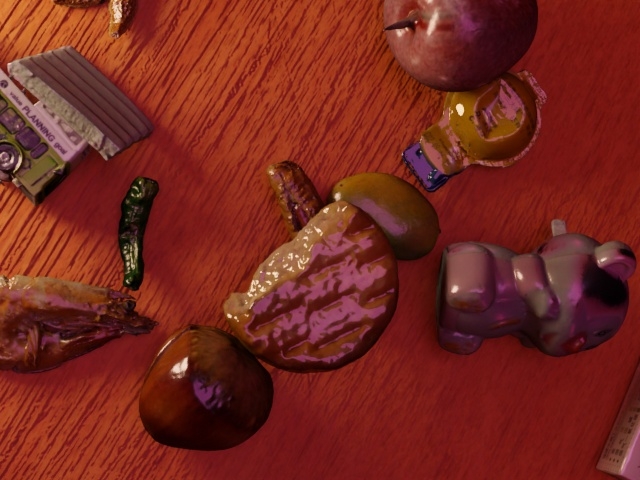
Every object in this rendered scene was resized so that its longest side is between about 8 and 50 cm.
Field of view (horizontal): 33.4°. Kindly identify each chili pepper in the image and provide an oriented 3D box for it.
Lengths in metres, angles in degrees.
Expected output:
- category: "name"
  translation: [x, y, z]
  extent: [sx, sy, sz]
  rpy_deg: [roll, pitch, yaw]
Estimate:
- category: "chili pepper"
  translation: [-0.288, -0.009, 1.653]
  extent: [0.050, 0.073, 0.182]
  rpy_deg: [10, 77, -34]

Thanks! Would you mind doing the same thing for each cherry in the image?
- category: "cherry"
  translation: [0.212, -0.350, 1.713]
  extent: [0.285, 0.213, 0.236]
  rpy_deg: [-16, 72, -29]

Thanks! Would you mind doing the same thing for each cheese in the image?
- category: "cheese"
  translation: [0.262, -0.190, 1.788]
  extent: [0.270, 0.069, 0.177]
  rpy_deg: [-37, 93, -9]

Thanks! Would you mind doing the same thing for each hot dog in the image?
- category: "hot dog"
  translation: [0.000, 0.000, 1.709]
  extent: [0.068, 0.083, 0.289]
  rpy_deg: [-27, 93, 20]

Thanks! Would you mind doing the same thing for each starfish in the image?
- category: "starfish"
  translation: [-0.316, -0.436, 1.698]
  extent: [0.240, 0.043, 0.227]
  rpy_deg: [-15, 90, -16]

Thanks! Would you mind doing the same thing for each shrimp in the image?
- category: "shrimp"
  translation: [-0.395, 0.130, 1.630]
  extent: [0.294, 0.062, 0.154]
  rpy_deg: [2, 97, -9]

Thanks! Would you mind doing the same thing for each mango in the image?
- category: "mango"
  translation: [0.110, -0.047, 1.735]
  extent: [0.191, 0.085, 0.122]
  rpy_deg: [38, 82, -8]

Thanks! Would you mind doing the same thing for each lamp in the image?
- category: "lamp"
  translation: [0.343, 0.072, 1.733]
  extent: [0.301, 0.247, 0.247]
  rpy_deg: [3, 45, -1]

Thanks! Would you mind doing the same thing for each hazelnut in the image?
- category: "hazelnut"
  translation: [-0.183, 0.237, 1.610]
  extent: [0.208, 0.208, 0.208]
  rpy_deg: [1, 85, -12]

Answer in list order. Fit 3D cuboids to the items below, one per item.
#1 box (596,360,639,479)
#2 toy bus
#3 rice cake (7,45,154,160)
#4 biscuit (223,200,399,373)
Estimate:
- category: "box"
  translation: [0.637, 0.286, 1.819]
  extent: [0.210, 0.095, 0.330]
  rpy_deg: [27, 82, -9]
- category: "toy bus"
  translation: [-0.489, -0.203, 1.609]
  extent: [0.139, 0.113, 0.302]
  rpy_deg: [-43, 94, -16]
- category: "rice cake"
  translation: [-0.354, -0.213, 1.613]
  extent: [0.198, 0.189, 0.037]
  rpy_deg: [45, 112, -3]
- category: "biscuit"
  translation: [0.000, 0.089, 1.627]
  extent: [0.274, 0.091, 0.213]
  rpy_deg: [-39, 98, -11]
